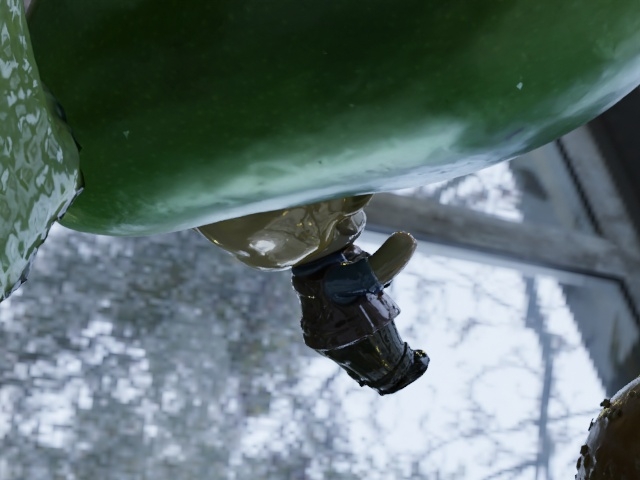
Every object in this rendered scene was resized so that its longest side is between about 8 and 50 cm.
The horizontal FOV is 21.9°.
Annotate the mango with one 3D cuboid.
[{"bbox_3d":[0.022,-0.119,0.783,0.382,0.225,0.201,-30,-123,10],"label":"mango"}]

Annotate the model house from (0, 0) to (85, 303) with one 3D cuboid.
[{"bbox_3d":[-0.200,-0.066,0.554,0.195,0.214,0.189,21,-44,18],"label":"model house"}]

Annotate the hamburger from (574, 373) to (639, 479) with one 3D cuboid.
[{"bbox_3d":[0.415,0.228,1.605,0.445,0.268,0.287,-128,-144,-67],"label":"hamburger"}]

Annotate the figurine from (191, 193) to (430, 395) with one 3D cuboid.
[{"bbox_3d":[0.000,0.000,0.949,0.108,0.196,0.114,-40,-162,-8],"label":"figurine"}]
